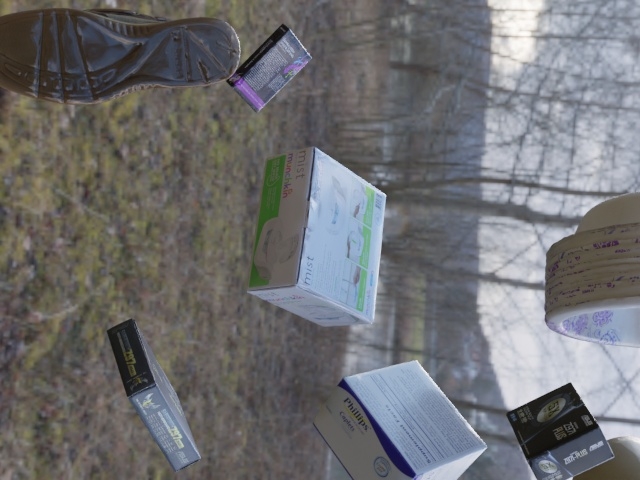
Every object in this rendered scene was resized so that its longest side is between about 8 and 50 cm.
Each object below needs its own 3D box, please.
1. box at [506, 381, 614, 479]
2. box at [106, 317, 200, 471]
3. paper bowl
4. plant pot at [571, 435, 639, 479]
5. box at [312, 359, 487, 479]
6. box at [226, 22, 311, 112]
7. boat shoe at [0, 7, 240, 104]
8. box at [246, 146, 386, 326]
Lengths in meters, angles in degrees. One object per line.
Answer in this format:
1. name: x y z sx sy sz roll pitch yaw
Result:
1. box: 0.453 0.370 1.681 0.078 0.147 0.180 60 8 -16
2. box: -0.302 0.281 1.593 0.183 0.059 0.233 56 -11 49
3. paper bowl: 0.406 0.035 1.022 0.284 0.284 0.148 71 23 -73
4. plant pot: 0.766 0.637 2.059 0.274 0.256 0.257 -131 -139 -73
5. box: 0.083 0.204 0.925 0.137 0.126 0.072 -2 135 -49
6. box: -0.102 -0.343 1.759 0.029 0.162 0.116 48 3 29
7. boat shoe: -0.287 -0.257 1.190 0.123 0.341 0.123 -145 -130 -61
8. box: 0.000 0.000 1.597 0.231 0.126 0.262 28 62 -46
